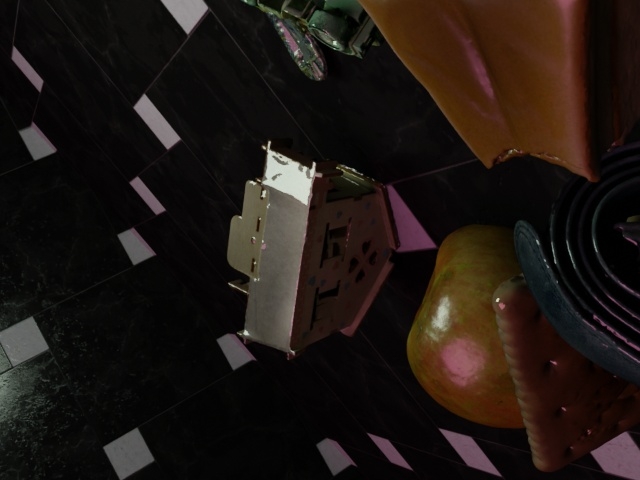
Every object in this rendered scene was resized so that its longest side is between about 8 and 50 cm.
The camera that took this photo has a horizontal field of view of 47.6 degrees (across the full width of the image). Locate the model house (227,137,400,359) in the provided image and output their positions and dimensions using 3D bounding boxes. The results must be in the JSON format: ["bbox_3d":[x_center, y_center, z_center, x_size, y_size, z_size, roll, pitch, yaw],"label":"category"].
[{"bbox_3d":[0.000,0.000,1.139,0.169,0.244,0.326,26,117,39],"label":"model house"}]

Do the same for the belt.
[{"bbox_3d":[0.294,0.022,0.597,0.267,0.207,0.116,17,166,18],"label":"belt"}]

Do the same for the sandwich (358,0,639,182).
[{"bbox_3d":[0.156,-0.175,0.605,0.227,0.155,0.198,27,150,41],"label":"sandwich"}]

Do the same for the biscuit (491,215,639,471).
[{"bbox_3d":[0.301,0.117,0.775,0.044,0.217,0.325,51,167,50],"label":"biscuit"}]

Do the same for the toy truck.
[{"bbox_3d":[-0.017,-0.291,0.808,0.259,0.128,0.135,32,179,29],"label":"toy truck"}]

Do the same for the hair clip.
[{"bbox_3d":[-0.065,-0.303,0.946,0.229,0.036,0.066,46,163,-16],"label":"hair clip"}]

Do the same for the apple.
[{"bbox_3d":[0.234,0.111,0.921,0.226,0.246,0.246,21,153,7],"label":"apple"}]
